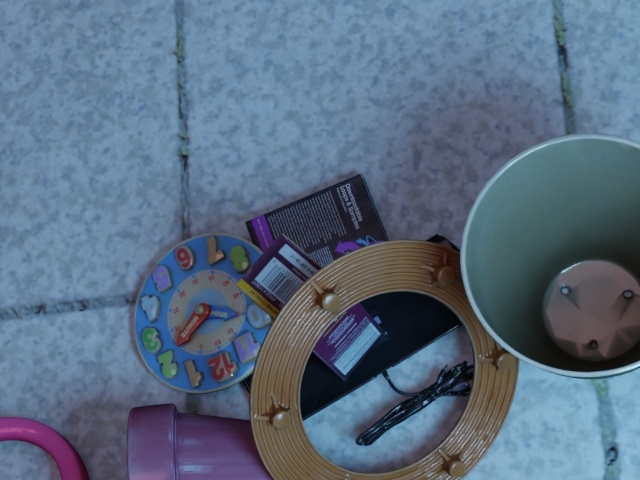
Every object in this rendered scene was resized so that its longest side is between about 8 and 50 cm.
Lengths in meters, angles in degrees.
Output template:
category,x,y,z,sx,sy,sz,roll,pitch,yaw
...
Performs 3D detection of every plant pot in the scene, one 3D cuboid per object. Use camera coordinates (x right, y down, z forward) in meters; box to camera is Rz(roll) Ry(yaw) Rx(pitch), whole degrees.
category,x,y,z,sx,sy,sz,roll,pitch,yaw
plant pot,0.297,0.047,1.580,0.256,0.274,0.256,-3,74,11
plant pot,-0.124,0.285,1.664,0.180,0.201,0.201,-4,73,-3

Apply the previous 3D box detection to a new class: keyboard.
category,x,y,z,sx,sy,sz,roll,pitch,yaw
keyboard,0.069,0.145,1.736,0.317,0.033,0.201,-32,64,4

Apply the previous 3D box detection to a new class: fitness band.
category,x,y,z,sx,sy,sz,roll,pitch,yaw
fitness band,-0.414,0.353,1.761,0.209,0.054,0.291,32,75,21

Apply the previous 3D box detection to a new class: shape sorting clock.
category,x,y,z,sx,sy,sz,roll,pitch,yaw
shape sorting clock,-0.142,0.089,1.783,0.206,0.040,0.206,-5,75,20

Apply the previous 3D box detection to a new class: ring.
category,x,y,z,sx,sy,sz,roll,pitch,yaw
ring,0.081,0.163,1.601,0.336,0.336,0.032,-49,27,-4

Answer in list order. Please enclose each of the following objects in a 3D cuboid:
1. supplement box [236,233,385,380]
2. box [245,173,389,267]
category,x,y,z,sx,sy,sz,roll,pitch,yaw
supplement box,-0.007,0.080,1.662,0.104,0.188,0.081,40,86,26
box,0.000,0.000,1.794,0.162,0.029,0.116,-23,72,7
